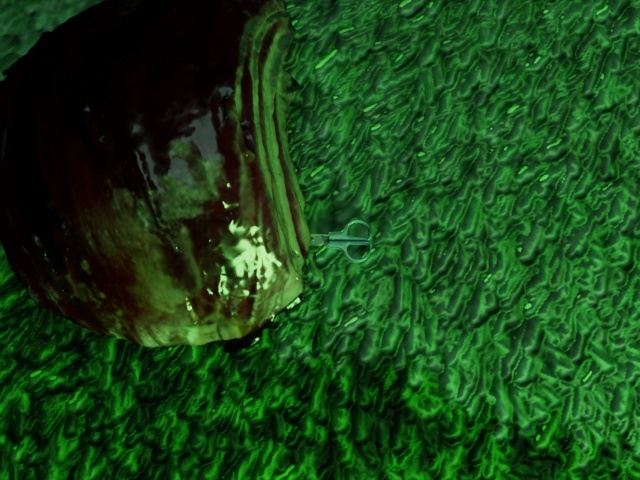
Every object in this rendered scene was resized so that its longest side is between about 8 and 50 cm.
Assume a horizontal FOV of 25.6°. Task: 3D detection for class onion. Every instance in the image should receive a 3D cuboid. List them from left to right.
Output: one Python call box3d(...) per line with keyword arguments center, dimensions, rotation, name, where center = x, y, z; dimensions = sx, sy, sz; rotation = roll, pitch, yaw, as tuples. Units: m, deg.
box3d(center=(-0.151, -0.067, 1.088), dimensions=(0.280, 0.146, 0.314), rotation=(-9, 78, 6), name="onion")

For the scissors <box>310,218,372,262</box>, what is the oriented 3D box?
box3d(center=(0.000, 0.000, 1.125), dimensions=(0.083, 0.006, 0.036), rotation=(1, 76, 5), name="scissors")
